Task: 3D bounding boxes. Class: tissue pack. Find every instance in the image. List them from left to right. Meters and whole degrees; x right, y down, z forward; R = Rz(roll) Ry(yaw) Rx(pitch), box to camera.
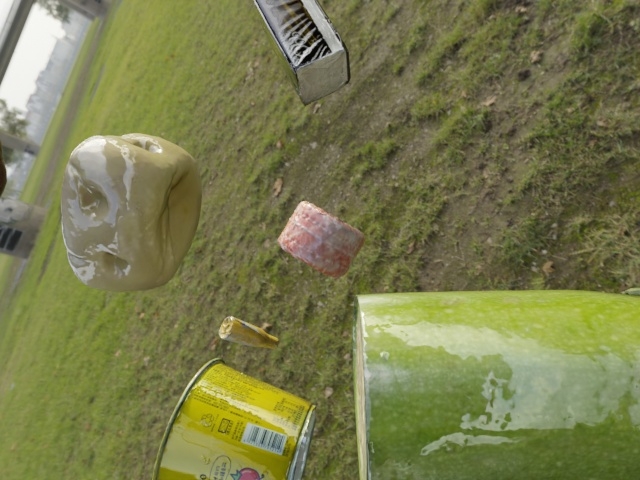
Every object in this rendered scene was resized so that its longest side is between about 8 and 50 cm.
[{"bbox_3d":[-0.062,-0.674,1.396,0.198,0.210,0.369,-27,73,2],"label":"tissue pack"}]

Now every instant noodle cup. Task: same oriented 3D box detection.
[{"bbox_3d":[-0.160,0.444,0.909,0.254,0.325,0.325,12,78,9],"label":"instant noodle cup"}]

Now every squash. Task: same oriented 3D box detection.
[{"bbox_3d":[0.234,0.187,0.512,0.263,0.385,0.262,178,90,-90],"label":"squash"}]

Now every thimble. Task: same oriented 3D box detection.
[{"bbox_3d":[0.000,0.000,1.227,0.239,0.239,0.162,31,92,54],"label":"thimble"}]

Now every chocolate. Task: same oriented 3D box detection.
[{"bbox_3d":[-0.239,0.328,1.456,0.086,0.219,0.085,-29,46,36],"label":"chocolate"}]

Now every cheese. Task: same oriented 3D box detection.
[{"bbox_3d":[-0.251,-0.045,0.580,0.218,0.117,0.235,84,-164,-70],"label":"cheese"}]

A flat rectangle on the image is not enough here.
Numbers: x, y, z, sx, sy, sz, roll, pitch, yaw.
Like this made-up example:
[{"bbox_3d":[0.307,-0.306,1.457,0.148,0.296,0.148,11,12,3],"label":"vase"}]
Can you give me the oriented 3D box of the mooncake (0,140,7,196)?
[{"bbox_3d":[-0.917,-0.179,1.011,0.326,0.174,0.333,31,105,15],"label":"mooncake"}]
